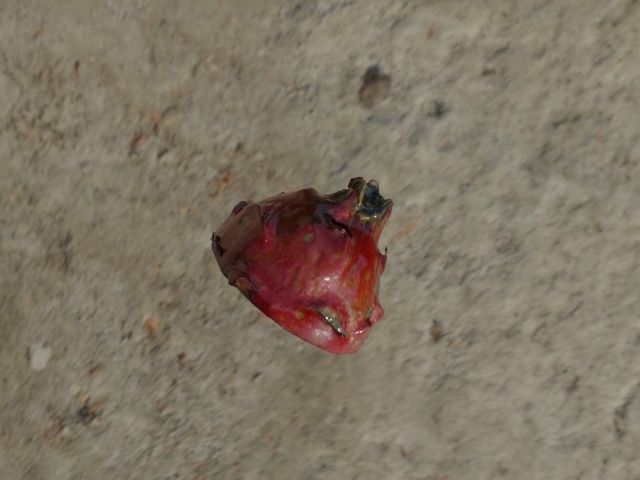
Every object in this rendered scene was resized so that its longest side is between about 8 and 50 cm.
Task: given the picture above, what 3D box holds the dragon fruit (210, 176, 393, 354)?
[{"bbox_3d":[0.000,0.000,1.015,0.153,0.153,0.111,33,105,-7],"label":"dragon fruit"}]
